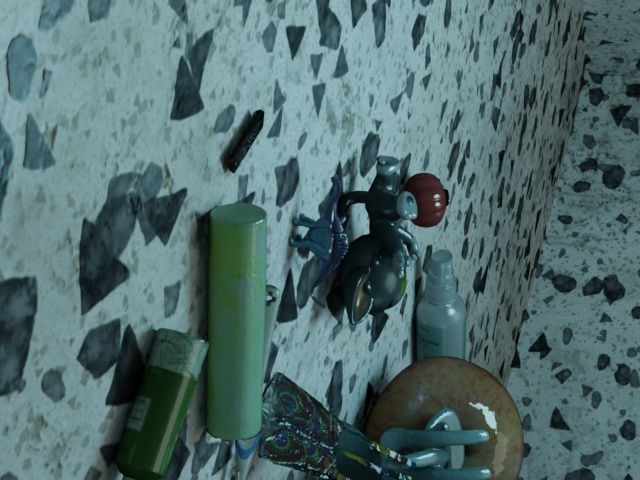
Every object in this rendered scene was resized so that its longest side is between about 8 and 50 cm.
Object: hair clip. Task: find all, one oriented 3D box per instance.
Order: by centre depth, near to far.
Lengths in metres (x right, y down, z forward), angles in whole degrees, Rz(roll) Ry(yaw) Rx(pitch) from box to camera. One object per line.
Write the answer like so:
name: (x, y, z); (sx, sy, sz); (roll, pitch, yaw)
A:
hair clip: (0.160, 0.452, 1.721); (0.238, 0.392, 0.318); (169, -81, -74)

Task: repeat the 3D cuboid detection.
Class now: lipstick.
lipstick: (-0.105, 0.108, 1.284); (0.076, 0.076, 0.304); (-40, 137, -60)

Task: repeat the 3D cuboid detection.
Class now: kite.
kite: (0.028, 0.312, 1.530); (0.015, 0.285, 0.152); (-46, -159, 41)

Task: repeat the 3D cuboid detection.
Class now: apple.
apple: (0.232, 0.395, 1.992); (0.269, 0.344, 0.345); (45, 58, -70)

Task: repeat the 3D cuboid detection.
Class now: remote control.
remote control: (-0.093, -0.123, 1.277); (0.034, 0.016, 0.091); (101, 13, -53)

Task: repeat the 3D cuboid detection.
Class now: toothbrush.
toothbrush: (-0.098, 0.250, 1.426); (0.040, 0.040, 0.386); (-11, 111, -69)

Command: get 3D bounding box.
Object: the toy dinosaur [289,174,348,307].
toy dinosaur: (0.000, 0.000, 1.500); (0.045, 0.080, 0.197); (-25, 123, -69)

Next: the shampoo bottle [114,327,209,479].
shampoo bottle: (-0.184, 0.202, 1.143); (0.065, 0.065, 0.204); (51, 53, -65)

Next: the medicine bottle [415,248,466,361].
medicine bottle: (0.262, 0.172, 2.254); (0.110, 0.110, 0.352); (-56, 150, -47)

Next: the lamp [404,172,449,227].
lamp: (0.200, -0.077, 1.983); (0.107, 0.092, 0.107); (170, -90, -82)

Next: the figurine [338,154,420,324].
figurine: (0.091, 0.004, 1.676); (0.193, 0.140, 0.265); (-92, 173, -73)
